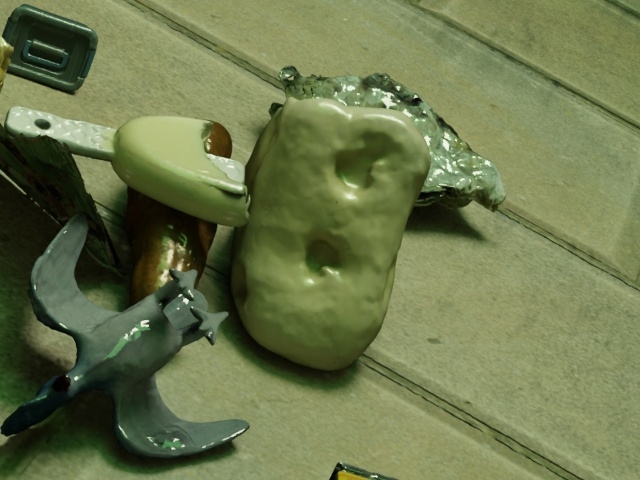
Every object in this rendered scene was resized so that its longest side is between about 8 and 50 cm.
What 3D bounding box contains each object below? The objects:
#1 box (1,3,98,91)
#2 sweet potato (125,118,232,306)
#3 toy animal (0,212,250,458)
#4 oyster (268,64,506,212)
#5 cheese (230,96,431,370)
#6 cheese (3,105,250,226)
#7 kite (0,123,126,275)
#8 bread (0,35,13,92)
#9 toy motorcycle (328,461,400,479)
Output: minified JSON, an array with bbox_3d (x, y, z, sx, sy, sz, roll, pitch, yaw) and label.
[{"bbox_3d":[-0.295,-0.213,1.812,0.099,0.074,0.054,18,17,-16],"label":"box"},{"bbox_3d":[-0.145,-0.042,1.641,0.106,0.095,0.354,59,21,-25],"label":"sweet potato"},{"bbox_3d":[-0.169,0.086,1.404,0.239,0.176,0.255,59,11,3],"label":"toy animal"},{"bbox_3d":[0.073,-0.115,1.917,0.268,0.112,0.198,13,33,-30],"label":"oyster"},{"bbox_3d":[-0.002,0.000,1.656,0.174,0.251,0.248,11,-5,-3],"label":"cheese"},{"bbox_3d":[-0.177,-0.082,1.557,0.235,0.049,0.127,11,38,-12],"label":"cheese"},{"bbox_3d":[-0.263,-0.061,1.526,0.267,0.013,0.323,52,-19,-24],"label":"kite"},{"bbox_3d":[-0.462,-0.132,1.386,0.375,0.236,0.165,25,20,1],"label":"bread"},{"bbox_3d":[0.129,0.279,1.376,0.263,0.091,0.157,18,27,-12],"label":"toy motorcycle"}]
